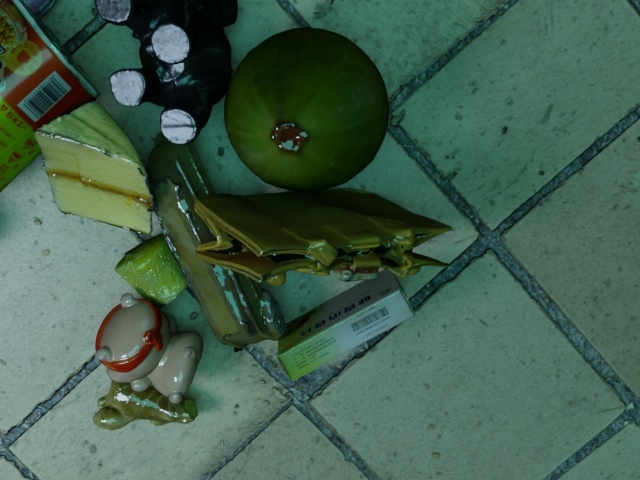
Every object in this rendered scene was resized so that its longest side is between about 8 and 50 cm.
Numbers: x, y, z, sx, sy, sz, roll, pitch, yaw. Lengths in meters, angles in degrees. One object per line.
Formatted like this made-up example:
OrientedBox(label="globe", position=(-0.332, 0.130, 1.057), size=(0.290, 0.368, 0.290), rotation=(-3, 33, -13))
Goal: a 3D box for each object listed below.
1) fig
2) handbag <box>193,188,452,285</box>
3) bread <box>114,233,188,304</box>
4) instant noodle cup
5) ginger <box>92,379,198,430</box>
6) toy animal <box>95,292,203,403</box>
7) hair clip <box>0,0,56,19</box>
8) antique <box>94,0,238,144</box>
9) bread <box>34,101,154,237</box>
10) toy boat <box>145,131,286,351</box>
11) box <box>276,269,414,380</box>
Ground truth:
OrientedBox(label="fig", position=(-0.029, -0.215, 1.770), size=(0.316, 0.316, 0.316), rotation=(0, 101, -2))
OrientedBox(label="handbag", position=(0.000, 0.000, 1.764), size=(0.401, 0.283, 0.133), rotation=(-3, 104, -34))
OrientedBox(label="bread", position=(-0.310, 0.051, 1.912), size=(0.111, 0.129, 0.114), rotation=(-43, 112, -25))
OrientedBox(label="instant noodle cup", position=(-0.573, -0.245, 1.768), size=(0.308, 0.294, 0.294), rotation=(-39, 100, -2))
OrientedBox(label="ginger", position=(-0.342, 0.308, 1.983), size=(0.205, 0.081, 0.115), rotation=(-2, 66, -2))
OrientedBox(label="toy animal", position=(-0.325, 0.204, 1.912), size=(0.197, 0.171, 0.171), rotation=(33, 98, -15))
OrientedBox(label="hair clip", position=(-0.570, -0.434, 1.837), size=(0.358, 0.095, 0.110), rotation=(-45, 61, -2))
OrientedBox(label="antique", position=(-0.256, -0.348, 1.770), size=(0.185, 0.255, 0.322), rotation=(1, 115, 19))
OrientedBox(label="bread", position=(-0.387, -0.096, 1.789), size=(0.135, 0.240, 0.178), rotation=(-31, 61, -23))
OrientedBox(label="toy boat", position=(-0.191, -0.002, 1.889), size=(0.136, 0.162, 0.446), rotation=(-16, 105, 35))
OrientedBox(label="box", position=(0.043, 0.154, 1.916), size=(0.260, 0.175, 0.062), rotation=(-28, 102, 4))
